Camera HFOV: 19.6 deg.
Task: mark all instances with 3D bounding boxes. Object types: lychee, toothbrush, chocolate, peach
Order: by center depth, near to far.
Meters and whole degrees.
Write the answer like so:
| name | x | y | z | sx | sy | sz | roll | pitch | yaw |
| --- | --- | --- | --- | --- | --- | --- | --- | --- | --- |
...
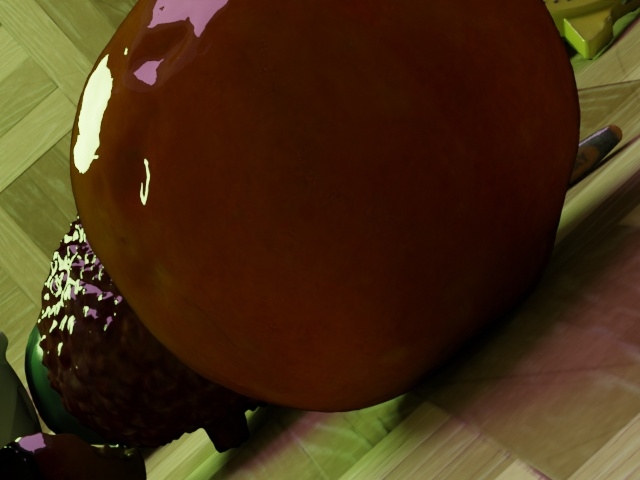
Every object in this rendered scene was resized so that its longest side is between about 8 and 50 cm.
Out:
| name | x | y | z | sx | sy | sz | roll | pitch | yaw |
| --- | --- | --- | --- | --- | --- | --- | --- | --- | --- |
| peach | 0.015 | -0.056 | 1.215 | 0.343 | 0.301 | 0.343 | -45 | -6 | -6 |
| toothbrush | 0.117 | -0.001 | 1.464 | 0.321 | 0.023 | 0.031 | -39 | 14 | 32 |
| lychee | -0.112 | 0.050 | 1.532 | 0.260 | 0.260 | 0.260 | -41 | 6 | 6 |
| chocolate | -0.202 | 0.209 | 1.543 | 0.133 | 0.127 | 0.124 | -11 | 19 | -37 |

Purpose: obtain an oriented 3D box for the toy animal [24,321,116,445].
| name | x | y | z | sx | sy | sz | roll | pitch | yaw |
| --- | --- | --- | --- | --- | --- | --- | --- | --- | --- |
| toy animal | -0.205 | 0.094 | 1.970 | 0.216 | 0.191 | 0.338 | -33 | 8 | 21 |

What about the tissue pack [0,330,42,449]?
| name | x | y | z | sx | sy | sz | roll | pitch | yaw |
| --- | --- | --- | --- | --- | --- | --- | --- | --- | --- |
| tissue pack | -0.390 | 0.236 | 1.823 | 0.236 | 0.229 | 0.333 | -26 | 24 | 8 |

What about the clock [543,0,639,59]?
| name | x | y | z | sx | sy | sz | roll | pitch | yaw |
| --- | --- | --- | --- | --- | --- | --- | --- | --- | --- |
| clock | 0.235 | -0.323 | 1.933 | 0.277 | 0.293 | 0.071 | -50 | -35 | -29 |

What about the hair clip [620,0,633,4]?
| name | x | y | z | sx | sy | sz | roll | pitch | yaw |
| --- | --- | --- | --- | --- | --- | --- | --- | --- | --- |
| hair clip | 0.376 | -0.301 | 1.716 | 0.292 | 0.084 | 0.106 | -42 | 9 | 44 |

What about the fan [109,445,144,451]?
| name | x | y | z | sx | sy | sz | roll | pitch | yaw |
| --- | --- | --- | --- | --- | --- | --- | --- | --- | --- |
| fan | -0.245 | 0.243 | 2.027 | 0.182 | 0.010 | 0.310 | -41 | 8 | -17 |
